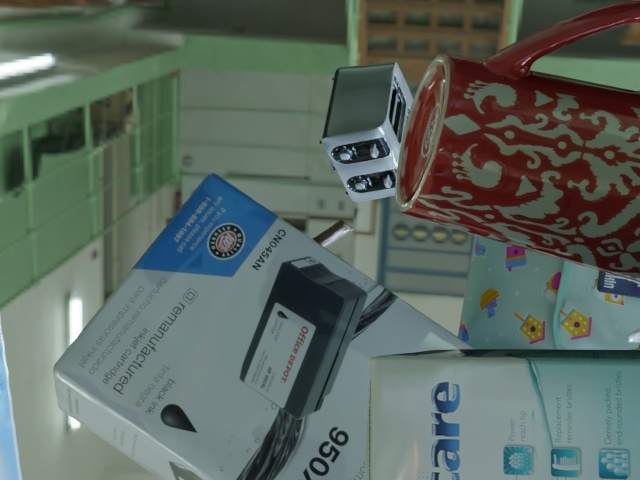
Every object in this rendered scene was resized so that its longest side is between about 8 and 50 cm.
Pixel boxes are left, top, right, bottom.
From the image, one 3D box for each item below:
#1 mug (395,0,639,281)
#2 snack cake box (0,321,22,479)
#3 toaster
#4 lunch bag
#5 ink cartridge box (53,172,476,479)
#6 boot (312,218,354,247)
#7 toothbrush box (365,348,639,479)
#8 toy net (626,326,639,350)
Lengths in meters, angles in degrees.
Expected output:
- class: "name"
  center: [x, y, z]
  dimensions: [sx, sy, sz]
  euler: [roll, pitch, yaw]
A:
- class: "mug"
  center: [0.139, -0.058, 0.599]
  dimensions: [0.169, 0.150, 0.113]
  euler: [12, 176, -8]
- class: "snack cake box"
  center: [-0.284, 0.081, 0.727]
  dimensions: [0.089, 0.264, 0.152]
  euler: [-26, -129, -33]
- class: "toaster"
  center: [0.083, -0.178, 1.691]
  dimensions: [0.110, 0.168, 0.185]
  euler: [-4, -127, 20]
- class: "lunch bag"
  center: [0.302, 0.044, 1.201]
  dimensions: [0.160, 0.223, 0.262]
  euler: [19, 169, -42]
- class: "ink cartridge box"
  center: [-0.044, 0.162, 1.162]
  dimensions: [0.395, 0.285, 0.166]
  euler: [34, 156, 4]
- class: "boot"
  center: [0.000, 0.000, 1.631]
  dimensions: [0.114, 0.037, 0.106]
  euler: [-30, 178, -4]
- class: "toothbrush box"
  center: [0.184, 0.116, 0.522]
  dimensions: [0.296, 0.126, 0.216]
  euler: [0, 175, 13]
- class: "toy net"
  center: [0.306, 0.116, 0.969]
  dimensions: [0.122, 0.045, 0.232]
  euler: [-8, 158, -15]
